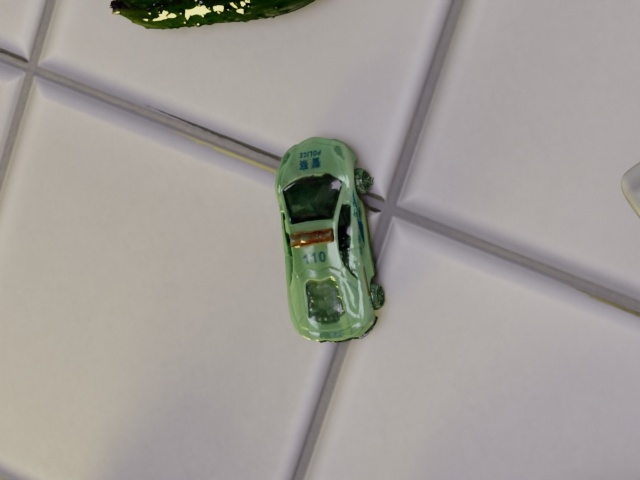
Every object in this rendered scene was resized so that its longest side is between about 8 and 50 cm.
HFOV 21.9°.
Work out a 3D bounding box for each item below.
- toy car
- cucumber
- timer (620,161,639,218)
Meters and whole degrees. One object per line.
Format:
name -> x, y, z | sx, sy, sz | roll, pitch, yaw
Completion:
toy car -> 0.000, 0.000, 1.480 | 0.093, 0.058, 0.186 | -7, 90, 25
cucumber -> -0.095, -0.229, 1.511 | 0.227, 0.069, 0.069 | -5, 90, 28
timer -> 0.371, -0.024, 1.243 | 0.195, 0.192, 0.194 | -38, 77, 20
